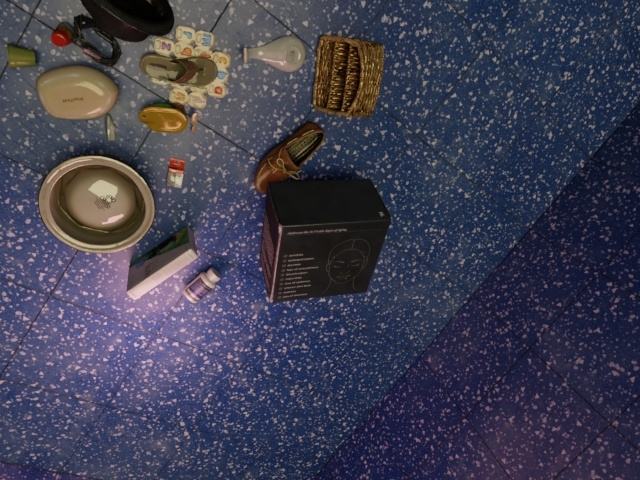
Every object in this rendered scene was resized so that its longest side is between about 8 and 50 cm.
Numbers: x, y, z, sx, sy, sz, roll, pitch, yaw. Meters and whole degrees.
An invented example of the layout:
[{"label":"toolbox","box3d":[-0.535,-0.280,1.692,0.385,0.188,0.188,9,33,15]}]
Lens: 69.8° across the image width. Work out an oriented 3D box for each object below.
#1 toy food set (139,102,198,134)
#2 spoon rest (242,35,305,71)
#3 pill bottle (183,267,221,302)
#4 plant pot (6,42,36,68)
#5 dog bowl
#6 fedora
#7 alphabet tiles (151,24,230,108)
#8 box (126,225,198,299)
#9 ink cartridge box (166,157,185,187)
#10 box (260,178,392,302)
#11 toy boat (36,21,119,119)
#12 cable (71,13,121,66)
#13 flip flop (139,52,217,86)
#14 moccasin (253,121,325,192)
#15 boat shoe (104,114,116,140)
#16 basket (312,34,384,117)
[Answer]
[{"label":"toy food set","box3d":[-0.589,-0.487,1.789,0.218,0.071,0.128,3,147,-15]},{"label":"spoon rest","box3d":[-0.183,-0.733,1.800,0.277,0.084,0.137,-11,122,-28]},{"label":"pill bottle","box3d":[-0.550,0.206,2.143,0.169,0.094,0.094,-40,122,5]},{"label":"plant pot","box3d":[-1.018,-0.625,1.564,0.079,0.083,0.083,-7,119,-30]},{"label":"dog bowl","box3d":[-0.868,-0.158,1.812,0.409,0.150,0.407,-8,118,-15]},{"label":"fedora","box3d":[-0.668,-0.779,1.525,0.334,0.333,0.153,30,134,-29]},{"label":"alphabet tiles","box3d":[-0.493,-0.658,1.754,0.278,0.021,0.283,6,114,-19]},{"label":"box","box3d":[-0.676,0.088,1.957,0.322,0.232,0.058,-34,123,-1]},{"label":"ink cartridge box","box3d":[-0.603,-0.281,1.908,0.063,0.029,0.115,8,114,-22]},{"label":"box","box3d":[0.000,0.000,2.041,0.481,0.297,0.471,-4,137,-17]},{"label":"toy boat","box3d":[-0.861,-0.586,1.610,0.268,0.148,0.318,-6,126,-11]},{"label":"cable","box3d":[-0.772,-0.687,1.582,0.047,0.150,0.185,-18,166,25]},{"label":"flip flop","box3d":[-0.523,-0.632,1.699,0.277,0.080,0.112,4,115,-18]},{"label":"moccasin","box3d":[-0.132,-0.344,1.968,0.380,0.147,0.139,-37,122,2]},{"label":"boat shoe","box3d":[-0.805,-0.432,1.761,0.035,0.035,0.100,-17,121,-42]},{"label":"basket","box3d":[0.109,-0.654,1.850,0.223,0.213,0.298,0,116,-20]}]
